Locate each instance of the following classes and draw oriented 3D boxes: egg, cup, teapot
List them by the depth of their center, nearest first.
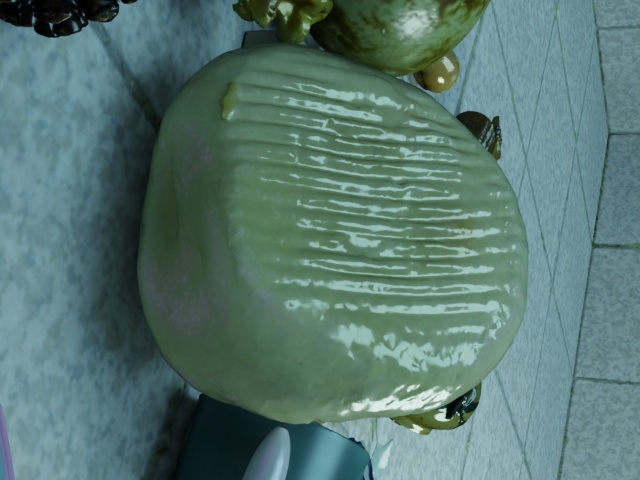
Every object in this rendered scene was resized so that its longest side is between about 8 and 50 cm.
[{"bbox_3d":[-0.060,0.246,0.898,0.299,0.168,0.173,103,6,-71],"label":"cup"},{"bbox_3d":[0.075,-0.300,1.065,0.289,0.238,0.238,84,19,-61],"label":"egg"},{"bbox_3d":[0.150,0.148,1.335,0.182,0.173,0.269,-54,-170,11],"label":"teapot"},{"bbox_3d":[0.172,-0.263,1.497,0.083,0.071,0.071,62,38,-46],"label":"egg"}]

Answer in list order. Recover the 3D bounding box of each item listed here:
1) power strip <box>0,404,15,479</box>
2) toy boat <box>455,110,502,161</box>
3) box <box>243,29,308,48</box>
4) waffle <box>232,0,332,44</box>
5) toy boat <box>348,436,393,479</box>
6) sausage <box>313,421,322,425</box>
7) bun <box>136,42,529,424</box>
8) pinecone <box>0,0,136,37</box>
[{"bbox_3d":[-0.233,0.237,0.641,0.109,0.038,0.278,-35,124,-62],"label":"power strip"},{"bbox_3d":[0.233,-0.132,1.627,0.310,0.089,0.115,-53,148,-54],"label":"toy boat"},{"bbox_3d":[-0.026,-0.116,1.066,0.201,0.058,0.141,43,53,-61],"label":"box"},{"bbox_3d":[-0.053,-0.319,0.823,0.281,0.058,0.300,-48,124,-16],"label":"waffle"},{"bbox_3d":[0.035,0.318,1.084,0.291,0.071,0.210,46,54,-75],"label":"toy boat"},{"bbox_3d":[-0.020,0.188,1.130,0.047,0.041,0.176,-69,151,-49],"label":"sausage"},{"bbox_3d":[0.000,0.000,0.873,0.361,0.213,0.360,13,63,-27],"label":"bun"},{"bbox_3d":[-0.174,-0.196,0.641,0.121,0.140,0.140,119,-13,-63],"label":"pinecone"}]
